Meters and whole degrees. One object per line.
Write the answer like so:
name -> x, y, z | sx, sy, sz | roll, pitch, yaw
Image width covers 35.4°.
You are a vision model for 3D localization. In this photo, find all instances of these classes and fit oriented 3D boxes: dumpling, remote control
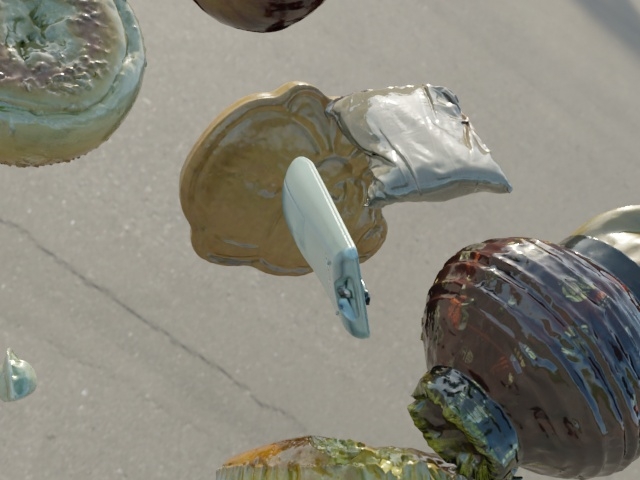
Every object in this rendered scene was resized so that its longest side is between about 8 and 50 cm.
dumpling -> -0.340, 0.148, 1.112 | 0.043, 0.059, 0.077 | -2, 10, 14
remote control -> 0.001, 0.000, 1.090 | 0.051, 0.103, 0.293 | -14, 25, -7

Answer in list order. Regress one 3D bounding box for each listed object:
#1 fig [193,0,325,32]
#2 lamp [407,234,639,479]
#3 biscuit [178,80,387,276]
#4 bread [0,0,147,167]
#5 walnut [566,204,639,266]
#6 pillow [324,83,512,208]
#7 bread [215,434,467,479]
fig -> -0.037, -0.240, 0.790 | 0.202, 0.149, 0.148 | -10, 59, -55
lamp -> 0.190, 0.110, 0.898 | 0.247, 0.247, 0.247 | 30, 30, -19
biscuit -> -0.035, -0.083, 1.523 | 0.351, 0.312, 0.057 | 14, 23, -25
bread -> -0.352, -0.217, 1.181 | 0.306, 0.159, 0.305 | 11, 56, -17
walnut -> 0.451, 0.091, 1.413 | 0.285, 0.285, 0.296 | 44, 10, 7
pillow -> 0.111, -0.118, 1.233 | 0.173, 0.067, 0.270 | -11, 36, -4
bread -> 0.020, 0.265, 0.978 | 0.179, 0.250, 0.133 | 47, 41, -59
